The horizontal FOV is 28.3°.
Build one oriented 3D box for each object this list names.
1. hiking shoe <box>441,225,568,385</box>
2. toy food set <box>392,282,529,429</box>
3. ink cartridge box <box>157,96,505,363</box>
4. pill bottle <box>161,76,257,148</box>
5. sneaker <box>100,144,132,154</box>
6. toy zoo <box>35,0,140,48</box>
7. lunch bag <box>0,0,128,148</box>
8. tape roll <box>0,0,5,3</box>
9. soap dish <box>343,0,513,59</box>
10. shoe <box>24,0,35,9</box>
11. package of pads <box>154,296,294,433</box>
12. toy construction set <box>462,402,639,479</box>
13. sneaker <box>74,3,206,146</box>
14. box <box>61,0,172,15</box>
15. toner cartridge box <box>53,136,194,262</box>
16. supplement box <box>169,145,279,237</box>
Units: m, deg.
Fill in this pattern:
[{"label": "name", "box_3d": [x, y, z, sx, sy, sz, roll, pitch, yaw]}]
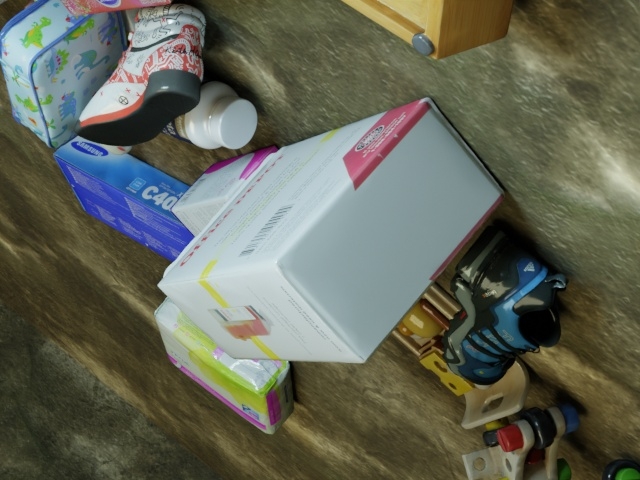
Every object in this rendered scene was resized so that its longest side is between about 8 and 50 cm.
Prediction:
[{"label": "hiking shoe", "box_3d": [0.233, 0.115, 1.599, 0.132, 0.113, 0.304, 33, 156, 24]}, {"label": "toy food set", "box_3d": [0.142, 0.153, 1.848, 0.306, 0.092, 0.220, 42, 158, 0]}, {"label": "ink cartridge box", "box_3d": [0.000, 0.000, 1.559, 0.160, 0.279, 0.384, 48, 158, -16]}, {"label": "pill bottle", "box_3d": [-0.169, -0.179, 1.748, 0.169, 0.094, 0.094, 22, 151, 40]}, {"label": "sneaker", "box_3d": [-0.327, -0.184, 2.050, 0.075, 0.057, 0.161, 35, 155, 30]}, {"label": "toy zoo", "box_3d": [-0.339, -0.356, 1.790, 0.293, 0.030, 0.192, 36, 157, 16]}, {"label": "lunch bag", "box_3d": [-0.344, -0.242, 1.736, 0.090, 0.176, 0.219, 39, 157, 20]}, {"label": "tape roll", "box_3d": [-0.554, -0.454, 1.825, 0.286, 0.100, 0.286, 43, 159, 22]}, {"label": "soap dish", "box_3d": [0.045, -0.308, 1.127, 0.291, 0.118, 0.229, 36, 157, 18]}, {"label": "shoe", "box_3d": [-0.420, -0.301, 1.990, 0.081, 0.063, 0.178, 37, 152, 16]}, {"label": "package of pads", "box_3d": [-0.192, 0.241, 2.551, 0.296, 0.101, 0.229, 33, 157, 19]}, {"label": "toy construction set", "box_3d": [0.277, 0.386, 1.814, 0.257, 0.309, 0.237, 51, 163, -5]}, {"label": "sneaker", "box_3d": [-0.237, -0.223, 1.694, 0.090, 0.145, 0.270, 15, 160, -33]}, {"label": "box", "box_3d": [-0.230, -0.353, 1.486, 0.257, 0.128, 0.122, 8, 140, 53]}, {"label": "toner cartridge box", "box_3d": [-0.302, -0.059, 2.216, 0.348, 0.075, 0.165, 28, 153, 31]}, {"label": "supplement box", "box_3d": [-0.114, -0.053, 1.868, 0.114, 0.111, 0.220, 48, 158, -15]}]
